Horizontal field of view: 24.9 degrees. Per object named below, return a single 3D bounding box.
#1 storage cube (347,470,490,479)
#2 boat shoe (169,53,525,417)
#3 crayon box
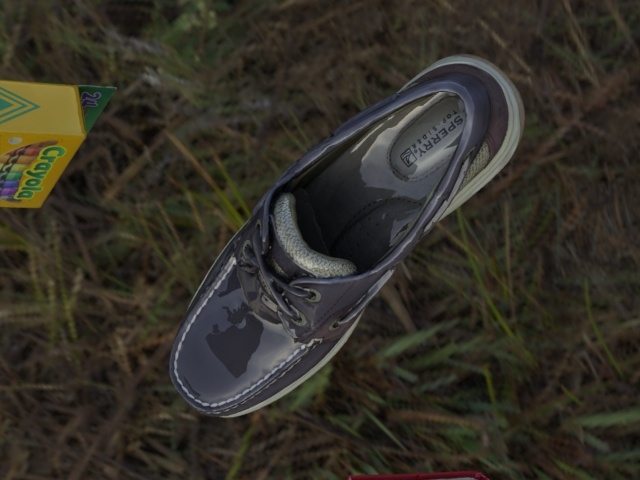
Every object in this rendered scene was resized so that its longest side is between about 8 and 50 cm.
[{"bbox_3d":[0.104,0.335,1.273,0.215,0.183,0.193,37,112,42],"label":"storage cube"},{"bbox_3d":[0.000,0.000,0.862,0.285,0.092,0.103,-43,77,18],"label":"boat shoe"},{"bbox_3d":[-0.438,-0.123,1.855,0.323,0.203,0.083,0,64,-29],"label":"crayon box"}]
